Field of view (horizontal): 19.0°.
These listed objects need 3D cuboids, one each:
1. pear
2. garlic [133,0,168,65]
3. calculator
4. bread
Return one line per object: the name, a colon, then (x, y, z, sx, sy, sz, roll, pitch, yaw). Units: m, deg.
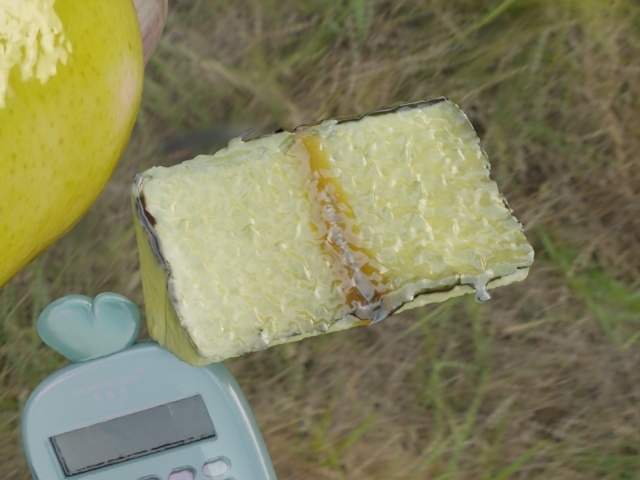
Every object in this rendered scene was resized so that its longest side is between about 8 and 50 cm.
pear: (-0.217, -0.089, 0.889, 0.285, 0.336, 0.285, -12, 119, -22)
garlic: (-0.256, -0.227, 1.672, 0.259, 0.317, 0.317, -11, 81, 1)
calculator: (-0.125, 0.175, 1.435, 0.185, 0.041, 0.299, -18, 99, 20)
bread: (0.000, 0.000, 1.389, 0.266, 0.142, 0.178, -13, 74, -16)
